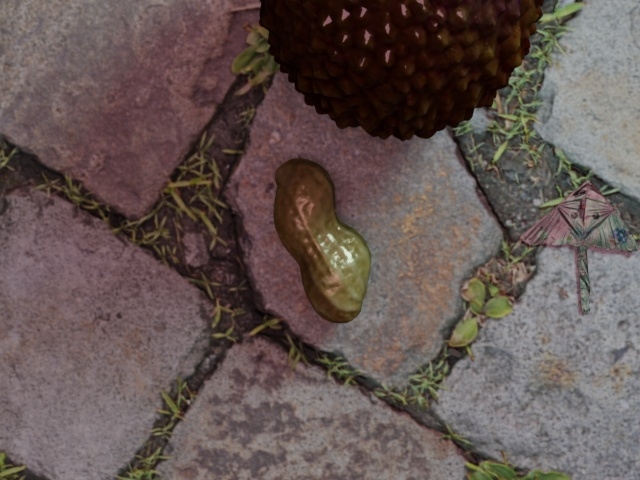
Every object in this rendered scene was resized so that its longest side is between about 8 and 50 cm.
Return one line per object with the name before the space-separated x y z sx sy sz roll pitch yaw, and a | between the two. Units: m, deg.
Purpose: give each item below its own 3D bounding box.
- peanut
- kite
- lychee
peanut | 0.002 -0.001 1.375 0.089 0.089 0.193 -24 96 6
kite | 0.294 0.007 1.394 0.137 0.005 0.153 6 98 5
lychee | 0.082 -0.260 1.231 0.306 0.306 0.330 -14 119 5
